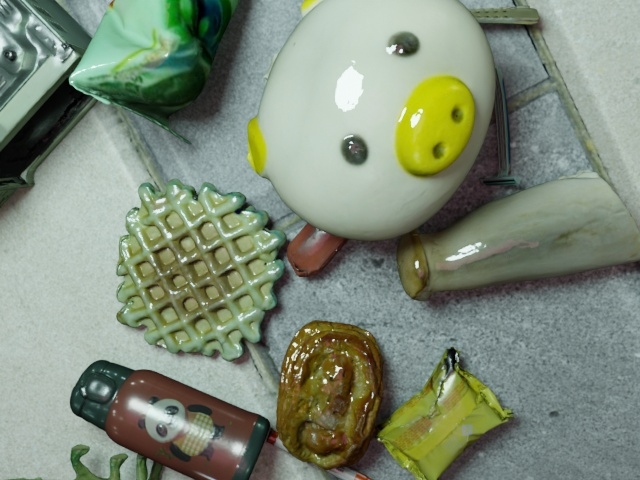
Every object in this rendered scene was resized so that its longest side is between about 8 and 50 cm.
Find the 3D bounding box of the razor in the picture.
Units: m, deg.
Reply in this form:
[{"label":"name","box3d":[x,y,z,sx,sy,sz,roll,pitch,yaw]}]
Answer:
[{"label":"razor","box3d":[0.295,-0.186,1.047,0.068,0.037,0.191,0,96,45]}]

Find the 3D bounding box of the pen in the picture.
[{"label":"pen","box3d":[0.011,0.405,1.158,0.239,0.028,0.028,27,99,-1]}]

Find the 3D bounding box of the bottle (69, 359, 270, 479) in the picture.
[{"label":"bottle","box3d":[-0.265,0.316,1.105,0.335,0.144,0.144,22,99,1]}]

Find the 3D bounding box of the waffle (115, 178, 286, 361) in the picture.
[{"label":"waffle","box3d":[-0.210,0.053,1.099,0.291,0.056,0.310,15,100,2]}]

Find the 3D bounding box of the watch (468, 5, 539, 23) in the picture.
[{"label":"watch","box3d":[0.212,-0.425,0.979,0.268,0.102,0.165,6,120,5]}]

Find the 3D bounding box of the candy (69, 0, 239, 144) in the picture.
[{"label":"candy","box3d":[-0.200,-0.357,0.935,0.171,0.263,0.398,33,100,10]}]

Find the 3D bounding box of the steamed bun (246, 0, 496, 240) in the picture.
[{"label":"steamed bun","box3d":[0.077,-0.185,0.923,0.333,0.334,0.374,24,95,-1]}]

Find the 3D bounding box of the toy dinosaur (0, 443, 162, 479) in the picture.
[{"label":"toy dinosaur","box3d":[-0.354,0.515,1.135,0.446,0.087,0.301,4,96,-20]}]

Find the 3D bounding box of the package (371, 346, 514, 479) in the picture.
[{"label":"package","box3d":[0.204,0.313,1.102,0.168,0.090,0.226,45,96,-1]}]

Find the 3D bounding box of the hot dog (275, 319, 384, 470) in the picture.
[{"label":"hot dog","box3d":[0.014,0.273,1.084,0.175,0.114,0.259,8,94,-1]}]

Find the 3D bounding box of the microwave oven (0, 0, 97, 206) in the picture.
[{"label":"microwave oven","box3d":[-0.546,-0.240,0.995,0.355,0.218,0.286,-44,95,8]}]

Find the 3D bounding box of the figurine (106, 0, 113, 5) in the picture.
[{"label":"figurine","box3d":[-0.374,-0.468,1.001,0.239,0.116,0.175,0,99,3]}]

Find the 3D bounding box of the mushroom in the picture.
[{"label":"mushroom","box3d":[0.322,-0.005,1.027,0.406,0.137,0.154,-11,111,-1]}]

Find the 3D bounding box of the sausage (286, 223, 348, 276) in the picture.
[{"label":"sausage","box3d":[0.000,0.000,1.074,0.076,0.076,0.141,43,100,-4]}]
